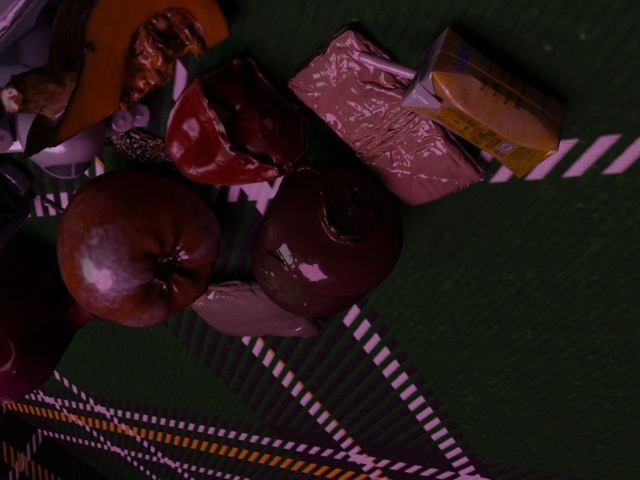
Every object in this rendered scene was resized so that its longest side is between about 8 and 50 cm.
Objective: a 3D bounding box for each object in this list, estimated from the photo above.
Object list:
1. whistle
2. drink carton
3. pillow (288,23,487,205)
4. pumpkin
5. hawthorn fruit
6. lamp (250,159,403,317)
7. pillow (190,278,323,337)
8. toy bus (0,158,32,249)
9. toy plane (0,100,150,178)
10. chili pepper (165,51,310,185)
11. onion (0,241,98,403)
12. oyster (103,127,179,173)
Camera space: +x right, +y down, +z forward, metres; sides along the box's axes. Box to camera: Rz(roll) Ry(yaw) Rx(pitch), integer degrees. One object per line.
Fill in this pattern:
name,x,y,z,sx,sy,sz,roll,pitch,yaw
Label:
whistle,-0.347,-0.270,0.796,0.289,0.163,0.163,-38,117,18
drink carton,0.135,-0.144,0.674,0.200,0.084,0.074,28,152,-12
pillow,0.073,-0.126,0.783,0.232,0.043,0.126,43,139,-21
pumpkin,-0.227,-0.196,0.717,0.131,0.248,0.126,17,145,51
hawthorn fruit,-0.266,-0.002,1.049,0.235,0.263,0.231,33,115,-30
lamp,0.000,0.000,0.885,0.180,0.180,0.258,29,156,-6
pillow,-0.121,0.123,1.244,0.270,0.067,0.173,-3,143,39
toy bus,-0.675,-0.143,1.128,0.233,0.203,0.427,13,145,27
toy plane,-0.342,-0.143,0.898,0.252,0.252,0.118,6,111,29
chili pepper,-0.134,-0.128,0.867,0.144,0.136,0.252,11,167,-33
onion,-0.607,0.152,1.441,0.385,0.348,0.348,-13,144,-5
oyster,-0.262,-0.133,1.011,0.132,0.029,0.086,6,143,30
